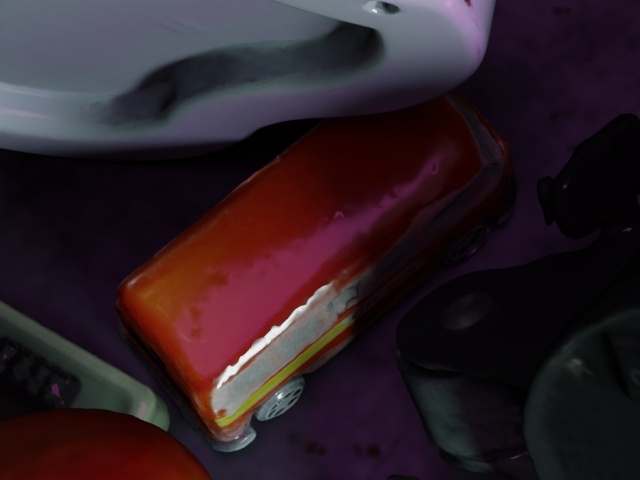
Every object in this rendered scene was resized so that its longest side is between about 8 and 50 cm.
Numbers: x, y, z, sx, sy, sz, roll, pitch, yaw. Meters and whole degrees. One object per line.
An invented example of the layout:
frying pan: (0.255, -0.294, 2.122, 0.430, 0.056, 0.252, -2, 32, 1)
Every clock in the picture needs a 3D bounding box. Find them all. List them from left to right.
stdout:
clock: (-0.098, -0.118, 0.703, 0.338, 0.338, 0.102, 7, 76, 9)

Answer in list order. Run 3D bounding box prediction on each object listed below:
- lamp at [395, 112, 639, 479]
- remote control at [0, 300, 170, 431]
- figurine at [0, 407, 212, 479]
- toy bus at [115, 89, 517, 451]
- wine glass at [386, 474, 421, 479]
lamp: (0.216, 0.036, 0.648, 0.272, 0.205, 0.374, -35, 30, -18)
remote control: (-0.208, 0.050, 0.814, 0.285, 0.038, 0.123, 30, 78, 15)
figurine: (-0.218, 0.147, 0.686, 0.211, 0.261, 0.270, 20, 87, 46)
toy bus: (0.000, 0.000, 0.786, 0.174, 0.077, 0.079, -39, 73, -6)
wine glass: (0.000, 0.196, 0.714, 0.103, 0.103, 0.222, 36, 81, 16)
